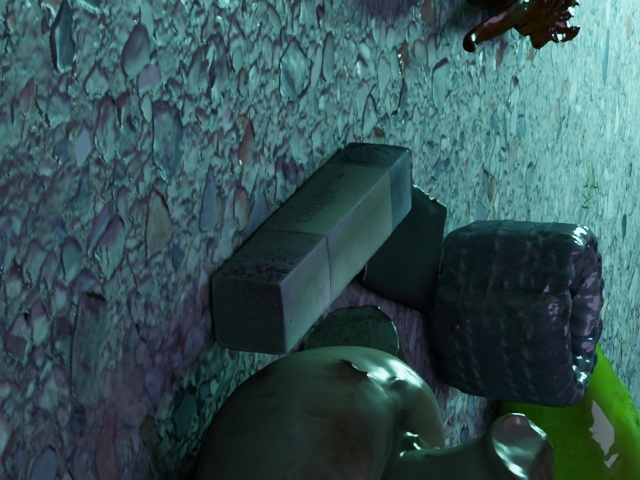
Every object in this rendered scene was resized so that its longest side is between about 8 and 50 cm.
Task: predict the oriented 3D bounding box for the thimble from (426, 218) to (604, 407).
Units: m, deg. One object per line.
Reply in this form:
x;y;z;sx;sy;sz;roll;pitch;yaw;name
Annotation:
0.223;0.081;1.989;0.236;0.172;0.205;45;51;-67;thimble

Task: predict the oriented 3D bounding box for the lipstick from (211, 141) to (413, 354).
0.000;0.000;1.514;0.317;0.066;0.068;-47;139;-58;lipstick

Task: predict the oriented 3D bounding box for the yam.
0.047;0.188;1.648;0.106;0.106;0.259;-64;150;-43;yam

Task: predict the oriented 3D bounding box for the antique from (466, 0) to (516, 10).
0.186;-0.389;1.842;0.143;0.121;0.257;46;59;-53;antique

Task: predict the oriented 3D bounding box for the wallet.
0.082;0.002;1.790;0.244;0.025;0.124;26;71;-70;wallet

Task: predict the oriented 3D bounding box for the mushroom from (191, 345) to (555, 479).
0.046;0.230;1.374;0.297;0.290;0.298;9;80;-63;mushroom

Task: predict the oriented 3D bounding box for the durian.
0.327;0.263;2.303;0.340;0.204;0.256;54;31;-48;durian

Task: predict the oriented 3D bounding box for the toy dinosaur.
0.242;-0.318;2.044;0.432;0.097;0.208;-7;111;-65;toy dinosaur
